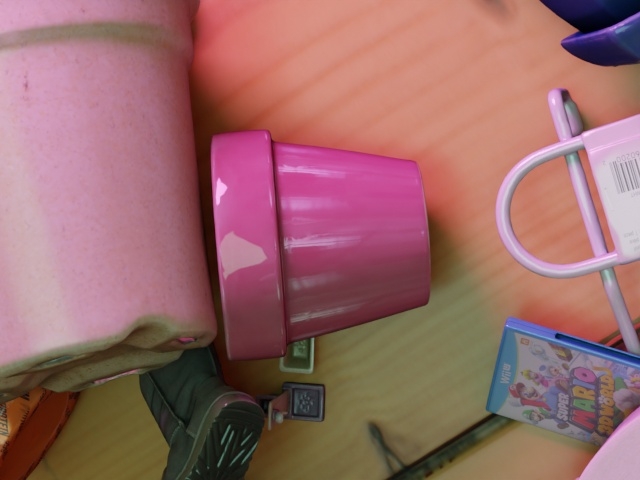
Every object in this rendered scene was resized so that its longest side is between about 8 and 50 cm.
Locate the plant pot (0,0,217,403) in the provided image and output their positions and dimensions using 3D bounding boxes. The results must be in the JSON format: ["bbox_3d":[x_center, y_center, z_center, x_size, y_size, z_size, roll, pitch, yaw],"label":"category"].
[{"bbox_3d":[-0.229,-0.036,1.316,0.333,0.334,0.306,-17,79,14],"label":"plant pot"}]

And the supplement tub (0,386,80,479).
[{"bbox_3d":[-0.402,0.094,1.469,0.338,0.207,0.207,31,102,8],"label":"supplement tub"}]

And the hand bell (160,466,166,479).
[{"bbox_3d":[-0.029,0.281,1.466,0.242,0.126,0.126,4,97,2],"label":"hand bell"}]

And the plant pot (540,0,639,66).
[{"bbox_3d":[0.262,-0.266,1.248,0.236,0.236,0.212,-30,95,0],"label":"plant pot"}]

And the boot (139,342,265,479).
[{"bbox_3d":[-0.130,0.172,1.416,0.076,0.208,0.190,27,95,-33],"label":"boot"}]

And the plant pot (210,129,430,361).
[{"bbox_3d":[0.000,0.000,1.380,0.180,0.201,0.201,-4,95,-1],"label":"plant pot"}]

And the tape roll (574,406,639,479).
[{"bbox_3d":[0.382,0.288,1.289,0.392,0.072,0.392,6,104,23],"label":"tape roll"}]

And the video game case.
[{"bbox_3d":[0.234,0.134,1.386,0.166,0.015,0.119,17,137,11],"label":"video game case"}]

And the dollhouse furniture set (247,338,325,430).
[{"bbox_3d":[-0.047,0.116,1.450,0.091,0.081,0.114,4,97,13],"label":"dollhouse furniture set"}]

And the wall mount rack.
[{"bbox_3d":[0.338,-0.013,1.329,0.350,0.130,0.304,-17,89,15],"label":"wall mount rack"}]
